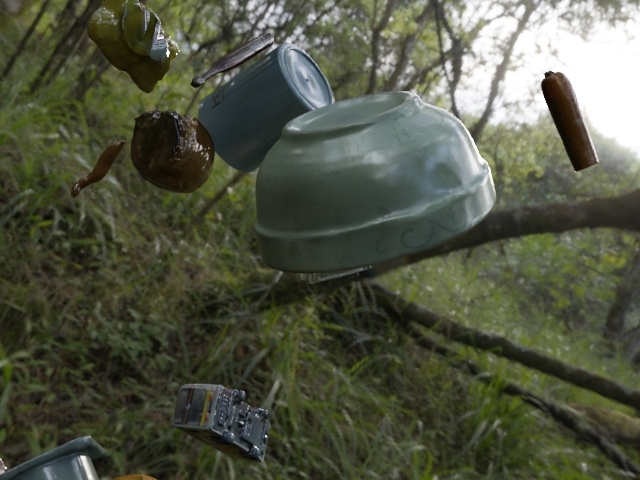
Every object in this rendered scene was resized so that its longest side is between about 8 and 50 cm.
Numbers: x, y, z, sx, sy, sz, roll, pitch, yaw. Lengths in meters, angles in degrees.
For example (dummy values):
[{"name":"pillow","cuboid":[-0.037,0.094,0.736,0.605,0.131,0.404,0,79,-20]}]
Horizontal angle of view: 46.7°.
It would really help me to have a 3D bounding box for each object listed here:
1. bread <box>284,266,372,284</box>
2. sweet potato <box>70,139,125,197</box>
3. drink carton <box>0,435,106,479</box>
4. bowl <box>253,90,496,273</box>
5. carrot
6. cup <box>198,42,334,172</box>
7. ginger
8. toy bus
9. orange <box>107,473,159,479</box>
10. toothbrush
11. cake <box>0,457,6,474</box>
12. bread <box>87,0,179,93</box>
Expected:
[{"name":"bread","cuboid":[0.001,-0.001,1.509,0.192,0.110,0.210,-11,18,-17]},{"name":"sweet potato","cuboid":[-0.513,-0.166,1.721,0.044,0.179,0.044,43,5,-5]},{"name":"drink carton","cuboid":[-0.406,0.440,1.158,0.190,0.191,0.185,63,-17,16]},{"name":"bowl","cuboid":[0.054,-0.085,0.926,0.307,0.307,0.163,22,-49,60]},{"name":"carrot","cuboid":[0.532,-0.261,1.592,0.067,0.067,0.225,-174,-118,-80]},{"name":"cup","cuboid":[-0.131,-0.384,2.140,0.331,0.311,0.257,-19,82,-60]},{"name":"ginger","cuboid":[-0.372,-0.227,1.954,0.269,0.201,0.223,11,-1,45]},{"name":"toy bus","cuboid":[-0.166,0.323,1.305,0.106,0.092,0.268,1,-26,18]},{"name":"orange","cuboid":[-0.403,0.597,1.584,0.240,0.171,0.240,14,7,-2]},{"name":"toothbrush","cuboid":[-0.218,-0.460,1.884,0.040,0.364,0.041,15,-53,21]},{"name":"cake","cuboid":[-0.866,0.580,1.796,0.135,0.098,0.287,41,3,7]},{"name":"bread","cuboid":[-0.424,-0.467,1.721,0.088,0.161,0.233,-1,-28,38]}]
